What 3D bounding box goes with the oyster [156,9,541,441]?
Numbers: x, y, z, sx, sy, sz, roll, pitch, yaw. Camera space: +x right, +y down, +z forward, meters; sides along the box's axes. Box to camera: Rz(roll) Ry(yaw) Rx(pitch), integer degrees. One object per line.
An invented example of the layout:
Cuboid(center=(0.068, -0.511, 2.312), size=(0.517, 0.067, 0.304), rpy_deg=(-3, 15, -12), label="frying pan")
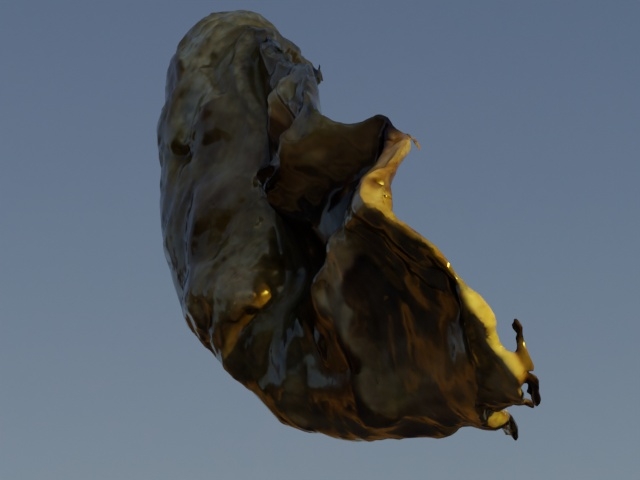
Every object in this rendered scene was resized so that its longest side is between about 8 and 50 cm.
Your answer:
Cuboid(center=(-0.005, -0.004, 0.596), size=(0.094, 0.166, 0.294), rpy_deg=(-15, 9, -11), label="oyster")
